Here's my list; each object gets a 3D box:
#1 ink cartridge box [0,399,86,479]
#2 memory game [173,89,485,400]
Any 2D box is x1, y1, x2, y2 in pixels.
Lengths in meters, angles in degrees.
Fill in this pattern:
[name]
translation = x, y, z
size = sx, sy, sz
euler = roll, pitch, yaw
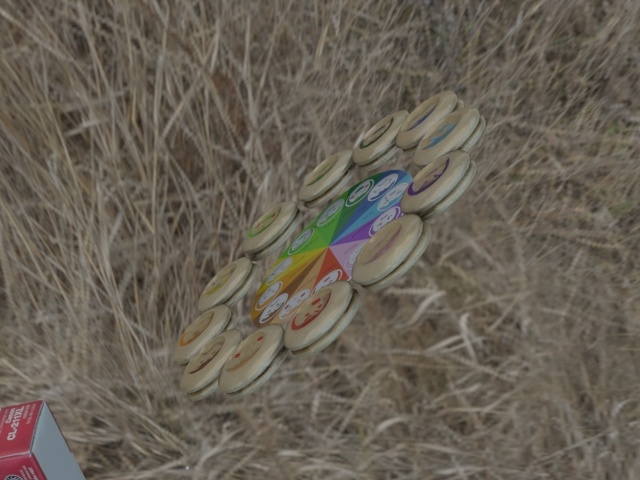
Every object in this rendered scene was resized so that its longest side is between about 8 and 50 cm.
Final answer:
[ink cartridge box]
translation = -0.312, 0.224, 1.096
size = 0.175, 0.072, 0.127
euler = -11, 125, 7
[memory game]
translation = 0.000, 0.000, 0.555
size = 0.012, 0.186, 0.186
euler = 46, 77, -18
